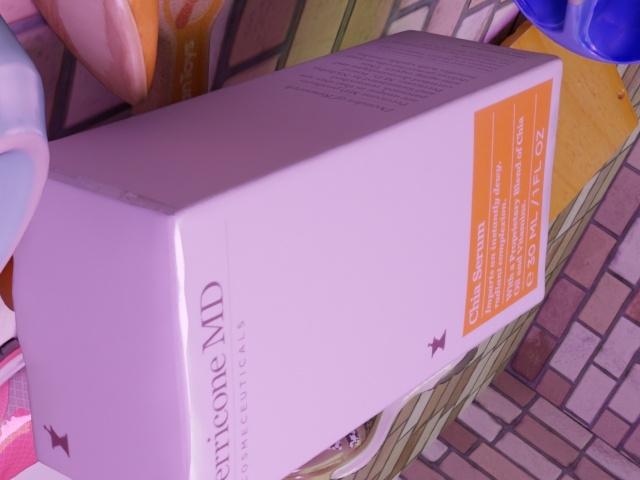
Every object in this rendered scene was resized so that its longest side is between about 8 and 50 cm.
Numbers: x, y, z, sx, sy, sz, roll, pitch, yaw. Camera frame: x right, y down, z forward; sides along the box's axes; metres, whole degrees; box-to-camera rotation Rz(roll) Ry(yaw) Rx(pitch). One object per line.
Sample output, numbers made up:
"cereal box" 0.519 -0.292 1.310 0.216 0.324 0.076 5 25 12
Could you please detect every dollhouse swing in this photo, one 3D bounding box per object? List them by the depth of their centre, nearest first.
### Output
"dollhouse swing" 0.226 -0.138 1.766 0.347 0.305 0.315 -44 118 -27

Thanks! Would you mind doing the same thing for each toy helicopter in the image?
"toy helicopter" -0.134 -0.069 0.944 0.235 0.140 0.355 -26 138 -39

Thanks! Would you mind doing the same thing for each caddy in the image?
"caddy" 0.328 -0.346 1.357 0.179 0.241 0.341 -52 163 -26

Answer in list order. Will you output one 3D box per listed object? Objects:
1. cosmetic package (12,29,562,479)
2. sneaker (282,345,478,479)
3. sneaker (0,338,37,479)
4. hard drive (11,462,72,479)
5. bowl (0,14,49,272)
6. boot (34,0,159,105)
"cosmetic package" 0.000 0.000 0.912 0.453 0.161 0.230 -27 125 -45
"sneaker" 0.045 0.161 1.649 0.410 0.158 0.182 -40 126 -32
"sneaker" -0.194 0.129 1.075 0.314 0.136 0.116 -44 159 -27
"hard drive" -0.314 0.287 1.219 0.203 0.040 0.307 -39 157 -38
"bowl" -0.238 -0.021 0.536 0.311 0.163 0.311 -54 178 -3
"boot" -0.086 -0.233 0.737 0.211 0.104 0.295 -46 156 -22
